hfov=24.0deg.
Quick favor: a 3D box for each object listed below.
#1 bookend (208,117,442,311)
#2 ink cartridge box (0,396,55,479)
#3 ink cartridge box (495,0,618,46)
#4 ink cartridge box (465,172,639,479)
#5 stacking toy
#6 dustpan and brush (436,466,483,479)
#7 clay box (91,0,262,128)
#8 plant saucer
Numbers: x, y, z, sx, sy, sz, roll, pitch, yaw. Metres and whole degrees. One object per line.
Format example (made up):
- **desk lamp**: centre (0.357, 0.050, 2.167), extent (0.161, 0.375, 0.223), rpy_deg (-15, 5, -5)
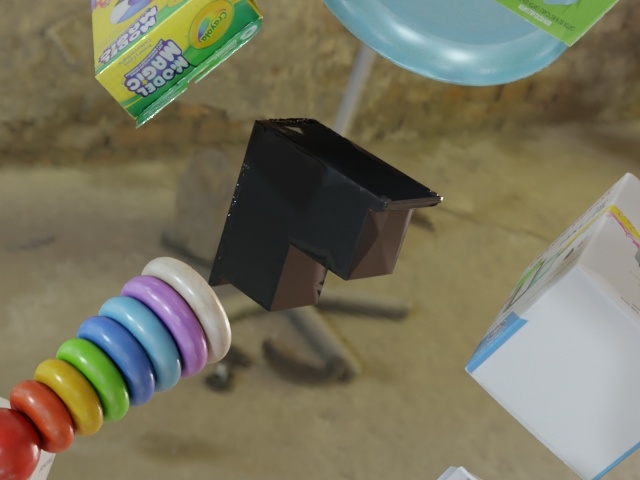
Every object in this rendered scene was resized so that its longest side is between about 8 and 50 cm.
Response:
- **bookend**: centre (0.000, 0.000, 1.247), extent (0.072, 0.156, 0.157), rpy_deg (-7, 31, -47)
- **ink cartridge box**: centre (-0.581, 0.278, 1.979), extent (0.395, 0.166, 0.285), rpy_deg (22, 16, 7)
- **ink cartridge box**: centre (0.214, -0.279, 1.092), extent (0.097, 0.255, 0.189), rpy_deg (41, 7, -22)
- **ink cartridge box**: centre (0.332, 0.094, 1.721), extent (0.197, 0.198, 0.270), rpy_deg (43, 33, 0)
- **stacking toy**: centre (-0.261, 0.155, 1.669), extent (0.330, 0.141, 0.141), rpy_deg (-35, 56, -30)
- **dustpan and brush**: centre (0.159, 0.303, 1.342), extent (0.211, 0.147, 0.060), rpy_deg (30, 23, -26)
- **clay box**: centre (-0.118, -0.179, 1.190), extent (0.053, 0.127, 0.222), rpy_deg (48, 11, -26)
- **plant saucer**: centre (0.110, -0.285, 1.362), extent (0.318, 0.317, 0.043), rpy_deg (28, 49, 17)
